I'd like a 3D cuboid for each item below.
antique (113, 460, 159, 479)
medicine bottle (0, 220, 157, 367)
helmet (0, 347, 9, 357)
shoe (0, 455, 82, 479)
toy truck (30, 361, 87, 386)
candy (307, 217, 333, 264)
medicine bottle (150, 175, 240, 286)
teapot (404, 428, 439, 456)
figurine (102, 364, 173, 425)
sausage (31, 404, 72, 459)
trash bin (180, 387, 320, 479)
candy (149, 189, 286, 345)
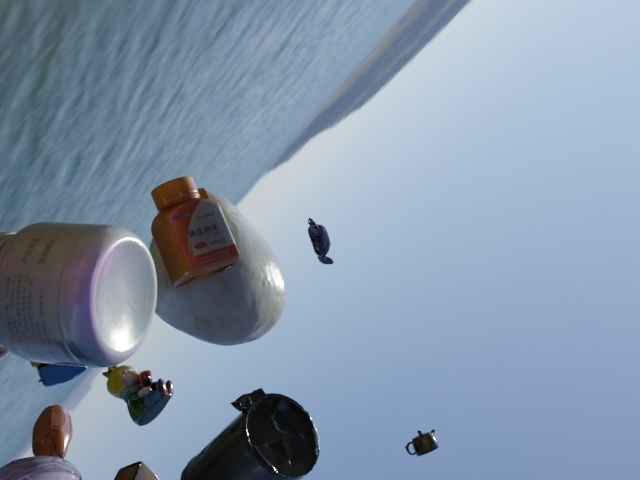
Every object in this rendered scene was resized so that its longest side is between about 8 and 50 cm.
[{"bbox_3d":[-0.533,0.738,1.797,0.093,0.087,0.310,-26,-155,23],"label":"antique"},{"bbox_3d":[-0.464,0.087,1.168,0.241,0.301,0.241,2,90,-74],"label":"medicine bottle"},{"bbox_3d":[-1.030,0.291,2.079,0.224,0.198,0.130,84,-7,-47],"label":"helmet"},{"bbox_3d":[-0.494,0.430,1.088,0.245,0.138,0.095,10,135,-43],"label":"shoe"},{"bbox_3d":[-0.828,0.239,2.051,0.161,0.385,0.162,-21,-178,-26],"label":"toy truck"},{"bbox_3d":[0.000,0.000,1.706,0.043,0.045,0.175,-58,151,-29],"label":"candy"},{"bbox_3d":[-0.294,-0.024,1.535,0.149,0.222,0.112,-19,172,-38],"label":"medicine bottle"},{"bbox_3d":[0.306,0.611,2.067,0.121,0.068,0.076,-16,164,-27],"label":"teapot"},{"bbox_3d":[-0.594,0.465,2.211,0.185,0.234,0.127,-51,146,14],"label":"figurine"},{"bbox_3d":[-0.612,0.442,1.556,0.089,0.089,0.179,-48,-155,2],"label":"sausage"},{"bbox_3d":[-0.158,0.504,1.531,0.301,0.252,0.203,-49,168,33],"label":"trash bin"},{"bbox_3d":[-0.257,0.079,1.754,0.186,0.427,0.386,-20,-142,44],"label":"candy"}]
